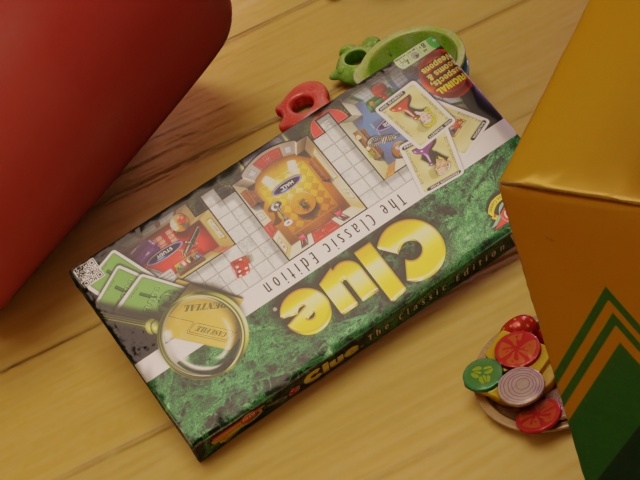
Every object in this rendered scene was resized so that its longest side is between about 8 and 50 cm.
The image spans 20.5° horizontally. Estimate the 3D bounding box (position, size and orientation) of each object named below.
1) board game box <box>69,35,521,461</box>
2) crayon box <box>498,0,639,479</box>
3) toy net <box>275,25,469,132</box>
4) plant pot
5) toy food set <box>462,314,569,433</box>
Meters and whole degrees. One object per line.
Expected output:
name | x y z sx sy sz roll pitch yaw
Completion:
board game box | 0.000 0.000 1.017 0.260 0.030 0.136 -34 69 -10
crayon box | 0.171 -0.020 0.799 0.081 0.318 0.202 10 52 28
toy net | -0.011 -0.052 1.094 0.122 0.045 0.232 26 62 36
plant pot | -0.227 -0.099 1.089 0.275 0.275 0.243 13 64 30
toy food set | 0.121 0.070 0.946 0.083 0.020 0.082 19 57 33
